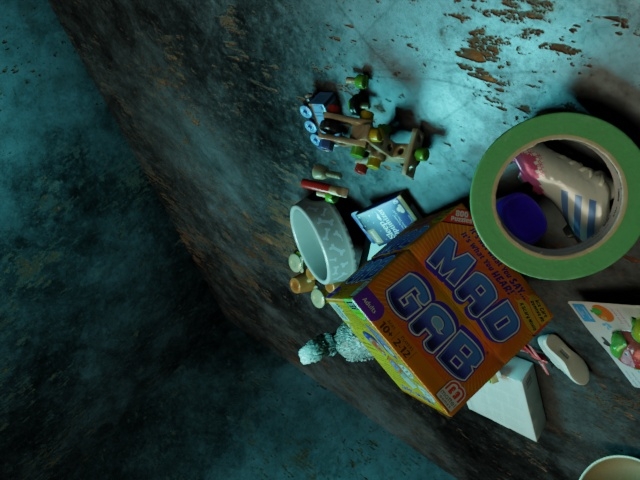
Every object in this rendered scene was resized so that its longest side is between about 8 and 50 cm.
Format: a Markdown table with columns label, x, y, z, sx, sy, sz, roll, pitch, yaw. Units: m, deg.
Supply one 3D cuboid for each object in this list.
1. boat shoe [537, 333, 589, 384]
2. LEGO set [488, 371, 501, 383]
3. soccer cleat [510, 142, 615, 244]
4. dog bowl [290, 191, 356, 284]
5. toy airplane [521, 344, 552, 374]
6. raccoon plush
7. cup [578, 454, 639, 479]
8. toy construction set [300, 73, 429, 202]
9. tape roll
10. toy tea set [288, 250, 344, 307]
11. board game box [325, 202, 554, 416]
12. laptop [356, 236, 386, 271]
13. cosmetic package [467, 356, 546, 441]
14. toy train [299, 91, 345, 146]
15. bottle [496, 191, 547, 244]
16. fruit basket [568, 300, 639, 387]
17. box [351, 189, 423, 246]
| label | x | y | z | sx | sy | sz | roll | pitch | yaw |
| --- | --- | --- | --- | --- | --- | --- | --- | --- | --- |
| boat shoe | 0.721 | 0.354 | 1.594 | 0.184 | 0.066 | 0.063 | 42 | 169 | -1 |
| LEGO set | 0.507 | 0.341 | 1.737 | 0.132 | 0.107 | 0.287 | 30 | 132 | 55 |
| soccer cleat | 0.530 | -0.123 | 1.116 | 0.331 | 0.116 | 0.143 | 50 | 130 | -3 |
| dog bowl | 0.000 | 0.000 | 1.916 | 0.349 | 0.102 | 0.348 | 56 | 160 | 32 |
| toy airplane | 0.671 | 0.359 | 1.683 | 0.151 | 0.028 | 0.151 | 44 | 168 | 11 |
| raccoon plush | 0.160 | 0.431 | 2.147 | 0.216 | 0.446 | 0.299 | 60 | 166 | -4 |
| cup | 1.031 | 0.881 | 1.705 | 0.237 | 0.331 | 0.331 | 26 | 165 | -29 |
| toy construction set | 0.127 | -0.215 | 1.347 | 0.237 | 0.309 | 0.257 | 18 | 153 | 35 |
| tape roll | 0.459 | -0.086 | 1.046 | 0.321 | 0.077 | 0.321 | 4 | 102 | 17 |
| toy tea set | -0.004 | 0.178 | 2.369 | 0.336 | 0.124 | 0.200 | 28 | 122 | 40 |
| board game box | 0.285 | 0.173 | 1.403 | 0.356 | 0.356 | 0.356 | 51 | 169 | -2 |
| laptop | 0.346 | 0.111 | 1.822 | 0.382 | 0.236 | 0.408 | 30 | 180 | 28 |
| cosmetic package | 0.645 | 0.535 | 1.940 | 0.284 | 0.097 | 0.377 | 15 | 142 | 43 |
| toy train | 0.011 | -0.344 | 1.550 | 0.105 | 0.080 | 0.184 | 15 | 142 | 36 |
| bottle | 0.434 | -0.044 | 1.256 | 0.118 | 0.092 | 0.283 | 57 | -177 | 2 |
| fruit basket | 0.793 | 0.273 | 1.245 | 0.327 | 0.165 | 0.353 | 49 | 158 | -11 |
| box | 0.205 | -0.059 | 1.670 | 0.225 | 0.036 | 0.136 | -23 | 112 | 44 |
